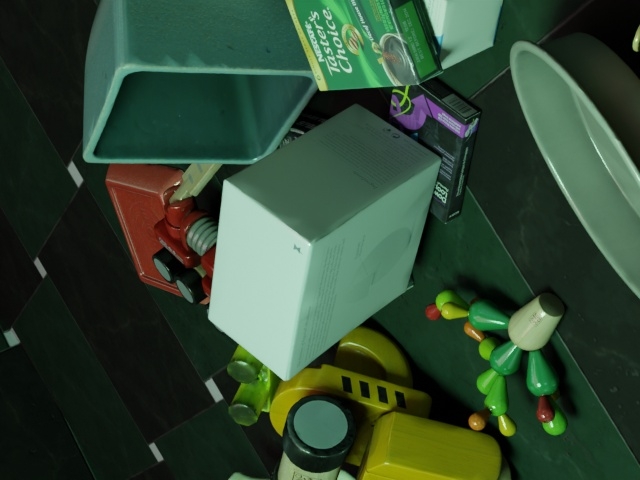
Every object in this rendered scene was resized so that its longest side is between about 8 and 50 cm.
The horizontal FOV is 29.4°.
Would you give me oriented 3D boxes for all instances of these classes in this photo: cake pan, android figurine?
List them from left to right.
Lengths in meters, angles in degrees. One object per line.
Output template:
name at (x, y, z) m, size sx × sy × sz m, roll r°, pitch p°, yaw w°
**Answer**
android figurine at (-0.066, 0.119, 1.703) m, size 0.056 × 0.273 × 0.248 m, roll 12°, pitch 133°, yaw 11°
cake pan at (0.266, -0.061, 1.086) m, size 0.293 × 0.054 × 0.293 m, roll 60°, pitch 180°, yaw 0°

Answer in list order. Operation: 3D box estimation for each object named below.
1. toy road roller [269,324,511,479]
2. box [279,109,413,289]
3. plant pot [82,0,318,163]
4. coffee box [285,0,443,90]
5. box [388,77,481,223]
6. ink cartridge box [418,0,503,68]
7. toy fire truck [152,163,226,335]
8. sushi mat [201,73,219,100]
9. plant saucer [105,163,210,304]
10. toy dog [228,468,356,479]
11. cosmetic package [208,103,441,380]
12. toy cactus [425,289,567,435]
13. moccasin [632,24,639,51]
toy road roller at (0.094, 0.260, 1.662) m, size 0.330 × 0.240 × 0.202 m, roll 16°, pitch 141°, yaw 2°
box at (0.030, -0.048, 1.588) m, size 0.175 × 0.051 × 0.220 m, roll 22°, pitch 133°, yaw 48°
plant pot at (-0.164, -0.259, 1.521) m, size 0.247 × 0.248 × 0.252 m, roll 131°, pitch 134°, yaw -59°
coffee box at (0.041, -0.212, 1.252) m, size 0.184 × 0.040 × 0.113 m, roll 10°, pitch 126°, yaw 57°
box at (0.124, -0.112, 1.408) m, size 0.116 × 0.029 × 0.162 m, roll 42°, pitch 147°, yaw 31°
ink cartridge box at (0.105, -0.256, 1.249) m, size 0.143 × 0.090 × 0.092 m, roll 41°, pitch 146°, yaw 30°
toy fire truck at (-0.155, -0.019, 1.839) m, size 0.217 × 0.158 × 0.246 m, roll 41°, pitch 155°, yaw 33°
sushi mat at (-0.212, -0.220, 1.788) m, size 0.151 × 0.019 × 0.316 m, roll 59°, pitch 164°, yaw 0°
plant saucer at (-0.278, -0.010, 2.115) m, size 0.259 × 0.048 × 0.258 m, roll 16°, pitch 128°, yaw 53°
toy dog at (-0.039, 0.545, 2.052) m, size 0.395 × 0.284 × 0.408 m, roll 31°, pitch 159°, yaw -25°
cosmetic package at (0.000, 0.000, 1.408) m, size 0.138 × 0.225 × 0.224 m, roll 35°, pitch 138°, yaw 24°
toy cactus at (0.215, 0.124, 1.415) m, size 0.219 × 0.112 × 0.180 m, roll 57°, pitch 142°, yaw 24°
moccasin at (0.321, -0.156, 0.967) m, size 0.147 × 0.139 × 0.380 m, roll 1°, pitch 125°, yaw 48°
